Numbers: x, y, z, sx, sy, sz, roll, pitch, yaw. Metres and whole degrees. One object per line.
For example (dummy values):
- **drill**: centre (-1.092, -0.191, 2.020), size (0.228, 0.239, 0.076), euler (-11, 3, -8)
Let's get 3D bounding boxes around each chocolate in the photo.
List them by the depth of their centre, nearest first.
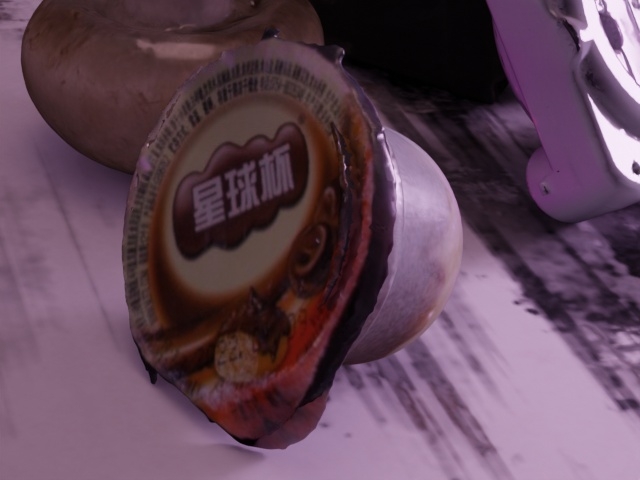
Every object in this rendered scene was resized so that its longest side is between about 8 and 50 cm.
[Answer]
- **chocolate**: centre (0.005, 0.006, 0.967), size (0.147, 0.221, 0.221), euler (15, 18, -40)

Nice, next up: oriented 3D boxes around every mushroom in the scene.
- **mushroom**: centre (-0.095, -0.144, 1.165), size (0.204, 0.204, 0.204), euler (4, 29, -2)

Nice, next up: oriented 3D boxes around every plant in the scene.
- **plant**: centre (0.116, -0.193, 1.350), size (0.256, 0.142, 0.164), euler (7, 27, 10)

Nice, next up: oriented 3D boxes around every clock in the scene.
- **clock**: centre (0.211, -0.143, 1.207), size (0.248, 0.228, 0.090), euler (-19, -2, -44)
